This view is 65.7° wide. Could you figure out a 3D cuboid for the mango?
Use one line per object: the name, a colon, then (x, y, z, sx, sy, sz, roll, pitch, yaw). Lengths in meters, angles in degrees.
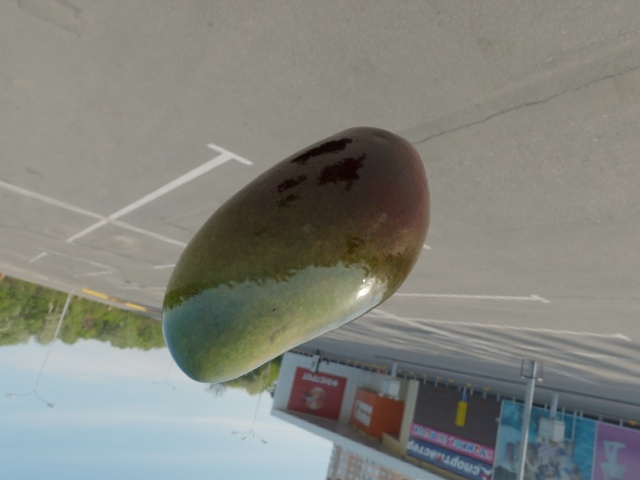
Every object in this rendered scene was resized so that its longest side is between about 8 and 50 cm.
mango: (0.000, 0.000, 0.375, 0.133, 0.267, 0.111, 49, 150, -1)
